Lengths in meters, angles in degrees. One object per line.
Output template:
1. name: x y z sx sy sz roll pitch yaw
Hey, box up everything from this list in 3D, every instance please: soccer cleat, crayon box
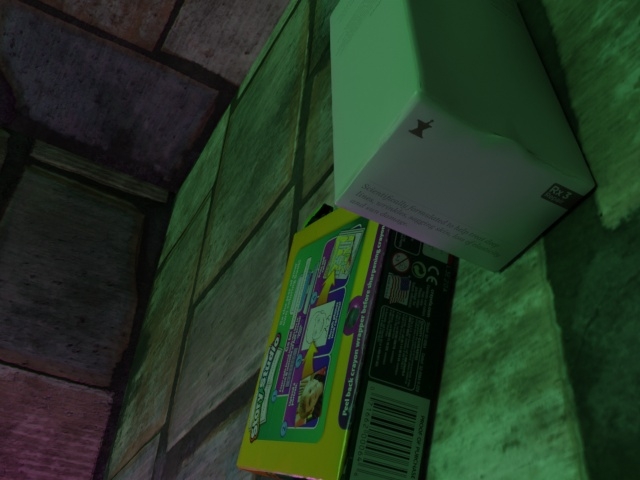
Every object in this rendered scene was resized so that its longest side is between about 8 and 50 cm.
1. soccer cleat: 0.000 0.000 1.131 0.072 0.060 0.179 -55 22 28
2. crayon box: 0.029 0.132 0.866 0.313 0.106 0.362 -29 43 61

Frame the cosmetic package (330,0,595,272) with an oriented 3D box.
1. cosmetic package: 0.136 -0.176 0.756 0.156 0.217 0.384 -49 26 40
